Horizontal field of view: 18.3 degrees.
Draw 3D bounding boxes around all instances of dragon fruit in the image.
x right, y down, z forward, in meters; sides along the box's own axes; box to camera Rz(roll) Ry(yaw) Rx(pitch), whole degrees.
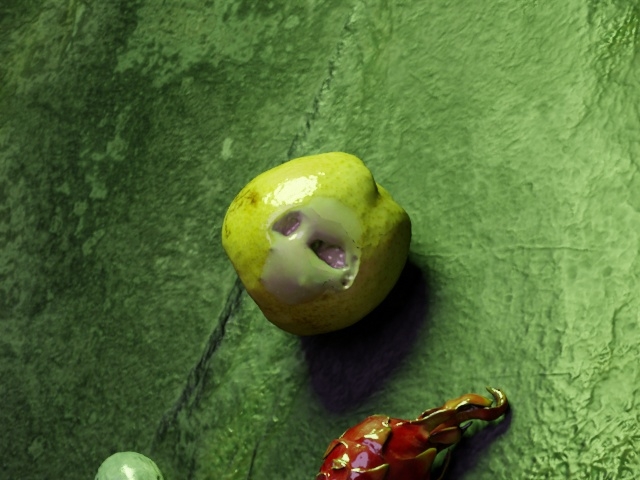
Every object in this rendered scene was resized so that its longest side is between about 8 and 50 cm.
[{"bbox_3d":[0.080,0.186,1.756,0.190,0.094,0.094,-30,41,-14],"label":"dragon fruit"}]

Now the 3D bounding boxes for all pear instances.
[{"bbox_3d":[0.000,0.000,1.879,0.178,0.178,0.178,-22,50,28],"label":"pear"}]

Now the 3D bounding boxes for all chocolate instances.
[{"bbox_3d":[-0.171,0.268,1.906,0.072,0.072,0.167,-42,43,9],"label":"chocolate"}]
